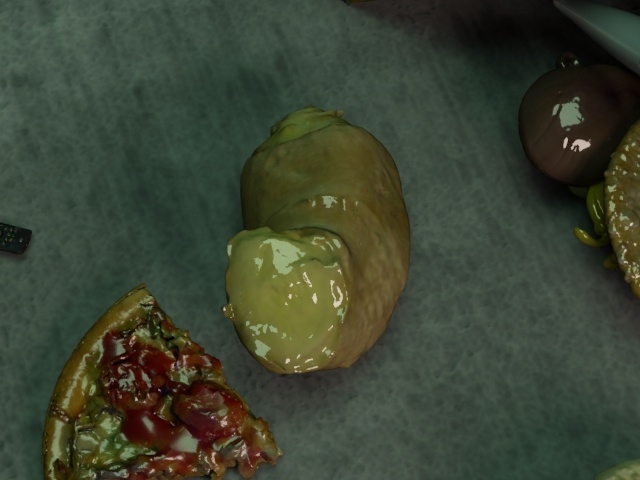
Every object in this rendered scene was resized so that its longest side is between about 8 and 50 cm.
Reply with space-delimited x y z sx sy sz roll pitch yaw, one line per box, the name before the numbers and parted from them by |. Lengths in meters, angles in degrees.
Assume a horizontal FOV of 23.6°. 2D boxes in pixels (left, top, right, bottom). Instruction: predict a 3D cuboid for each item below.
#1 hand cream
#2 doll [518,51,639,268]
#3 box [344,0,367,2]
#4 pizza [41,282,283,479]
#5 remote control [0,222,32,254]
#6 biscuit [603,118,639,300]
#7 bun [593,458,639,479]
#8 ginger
hand cream | 0.283 -0.163 1.321 0.048 0.079 0.255 -56 29 9
doll | 0.233 -0.070 1.322 0.145 0.096 0.188 14 70 -21
box | 0.149 -0.313 1.356 0.313 0.089 0.197 6 53 52
pizza | -0.121 0.130 1.236 0.193 0.053 0.201 9 62 5
remote control | -0.297 -0.006 1.330 0.091 0.016 0.034 13 47 6
biscuit | 0.327 -0.019 1.288 0.220 0.033 0.219 7 73 -24
bun | 0.256 0.262 1.131 0.178 0.128 0.193 -28 54 -14
ginger | 0.000 0.000 1.261 0.138 0.152 0.267 -17 41 20
